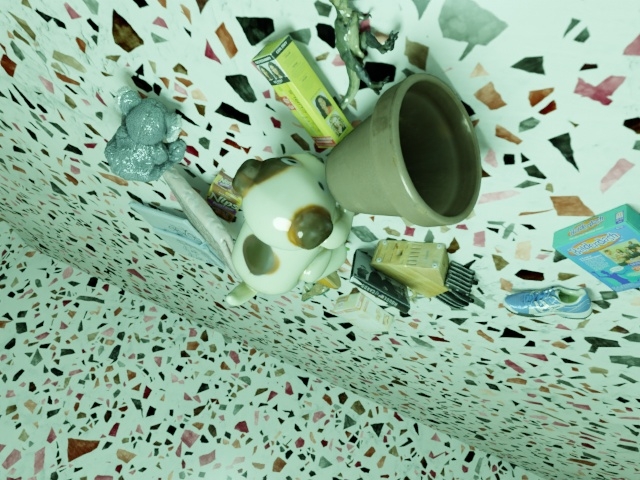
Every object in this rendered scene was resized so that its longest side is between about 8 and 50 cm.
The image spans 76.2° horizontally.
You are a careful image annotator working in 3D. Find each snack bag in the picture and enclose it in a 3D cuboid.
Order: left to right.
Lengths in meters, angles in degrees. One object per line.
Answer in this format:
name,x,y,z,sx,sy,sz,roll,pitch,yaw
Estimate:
snack bag,-0.571,-0.016,1.645,0.323,0.037,0.342,17,153,26

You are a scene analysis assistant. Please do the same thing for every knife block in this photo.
knife block,0.311,0.109,1.201,0.276,0.088,0.242,4,144,30

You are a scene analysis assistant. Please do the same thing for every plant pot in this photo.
plant pot,0.134,-0.143,0.770,0.229,0.263,0.263,-9,136,48

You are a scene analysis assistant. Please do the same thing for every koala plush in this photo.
koala plush,-0.454,-0.280,1.067,0.196,0.203,0.221,33,137,-15

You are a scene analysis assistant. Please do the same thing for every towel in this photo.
towel,-0.368,-0.054,1.318,0.332,0.053,0.317,46,162,19

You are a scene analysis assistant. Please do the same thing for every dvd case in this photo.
dvd case,0.173,0.110,1.192,0.179,0.238,0.029,29,107,-1

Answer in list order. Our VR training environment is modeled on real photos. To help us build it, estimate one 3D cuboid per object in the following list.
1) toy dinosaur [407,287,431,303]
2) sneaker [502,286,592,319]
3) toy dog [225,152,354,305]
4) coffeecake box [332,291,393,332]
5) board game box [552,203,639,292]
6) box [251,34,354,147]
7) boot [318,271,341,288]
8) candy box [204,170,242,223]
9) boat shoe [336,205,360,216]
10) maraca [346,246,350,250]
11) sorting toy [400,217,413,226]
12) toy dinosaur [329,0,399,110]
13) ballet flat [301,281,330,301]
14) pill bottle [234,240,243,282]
toy dinosaur,0.310,0.155,1.325,0.183,0.053,0.092,-3,129,22
sneaker,0.601,0.157,1.090,0.211,0.080,0.081,-5,133,26
toy dog,-0.091,-0.047,0.956,0.284,0.396,0.408,50,157,12
coffeecake box,0.167,0.288,1.606,0.186,0.068,0.142,37,148,-21
board game box,0.640,0.025,0.870,0.210,0.047,0.160,32,150,-13
box,-0.031,-0.291,0.827,0.087,0.058,0.232,20,158,52
boot,-0.096,0.113,1.404,0.295,0.104,0.211,41,114,-9
candy box,-0.304,-0.134,1.301,0.109,0.053,0.187,32,148,-11
boat shoe,0.084,-0.090,1.097,0.043,0.049,0.137,36,153,-15
maraca,0.000,0.000,1.247,0.186,0.099,0.127,17,-173,-18
sorting toy,0.210,-0.131,0.955,0.208,0.038,0.193,42,146,-20
toy dinosaur,0.070,-0.325,0.720,0.118,0.064,0.268,32,157,25
ballet flat,-0.030,0.192,1.619,0.067,0.073,0.206,57,143,0
pill bottle,-0.268,0.095,1.555,0.131,0.131,0.229,20,150,8
